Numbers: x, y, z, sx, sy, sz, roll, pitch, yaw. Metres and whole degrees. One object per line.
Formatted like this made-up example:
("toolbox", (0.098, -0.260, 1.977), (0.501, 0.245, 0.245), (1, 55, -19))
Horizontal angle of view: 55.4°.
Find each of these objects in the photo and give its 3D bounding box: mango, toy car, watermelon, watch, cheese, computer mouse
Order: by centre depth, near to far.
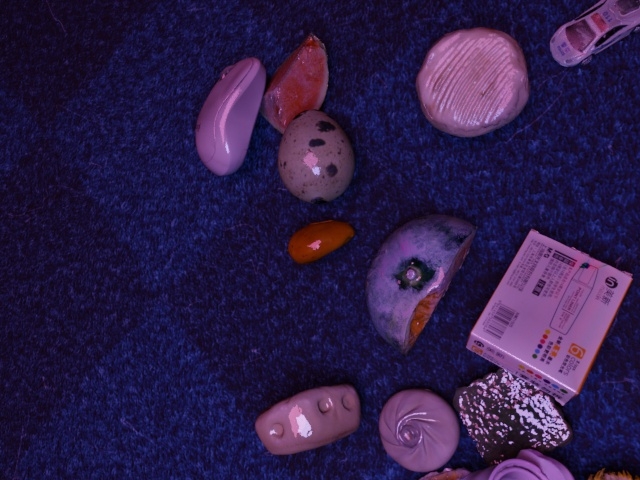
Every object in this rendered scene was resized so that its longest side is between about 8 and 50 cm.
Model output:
("watch", (0.354, 0.512, 1.068), (0.211, 0.217, 0.249), (-51, 54, 51))
("toy car", (0.576, -0.441, 1.260), (0.204, 0.056, 0.096), (-31, 76, 14))
("watermelon", (0.176, 0.072, 1.286), (0.188, 0.175, 0.322), (27, 93, 20))
("cheese", (-0.025, 0.384, 1.316), (0.234, 0.218, 0.117), (-13, 76, -15))
("mango", (-0.003, -0.003, 1.398), (0.159, 0.105, 0.084), (-30, 93, 10))
("watermelon", (-0.072, -0.378, 1.477), (0.231, 0.128, 0.146), (-58, 38, -1))
("computer mouse", (-0.231, -0.307, 1.478), (0.184, 0.121, 0.297), (30, 106, 63))

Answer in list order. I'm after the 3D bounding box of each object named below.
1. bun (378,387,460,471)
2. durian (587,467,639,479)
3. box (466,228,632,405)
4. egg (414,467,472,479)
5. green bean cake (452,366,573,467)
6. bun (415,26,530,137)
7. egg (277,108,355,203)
("bun", (0.201, 0.398, 1.271), (0.172, 0.120, 0.173), (-2, 84, 22))
("durian", (0.598, 0.558, 1.099), (0.195, 0.185, 0.305), (-10, 73, -8))
("box", (0.441, 0.139, 1.176), (0.220, 0.091, 0.274), (31, 70, 20))
("egg", (0.262, 0.571, 1.196), (0.182, 0.183, 0.217), (-19, 79, 17))
("green bean cake", (0.383, 0.346, 1.223), (0.184, 0.094, 0.184), (-32, 75, 14))
("bun", (0.322, -0.335, 1.297), (0.238, 0.141, 0.239), (0, 90, 22))
("egg", (-0.011, -0.194, 1.385), (0.176, 0.177, 0.228), (-12, 69, 18))
